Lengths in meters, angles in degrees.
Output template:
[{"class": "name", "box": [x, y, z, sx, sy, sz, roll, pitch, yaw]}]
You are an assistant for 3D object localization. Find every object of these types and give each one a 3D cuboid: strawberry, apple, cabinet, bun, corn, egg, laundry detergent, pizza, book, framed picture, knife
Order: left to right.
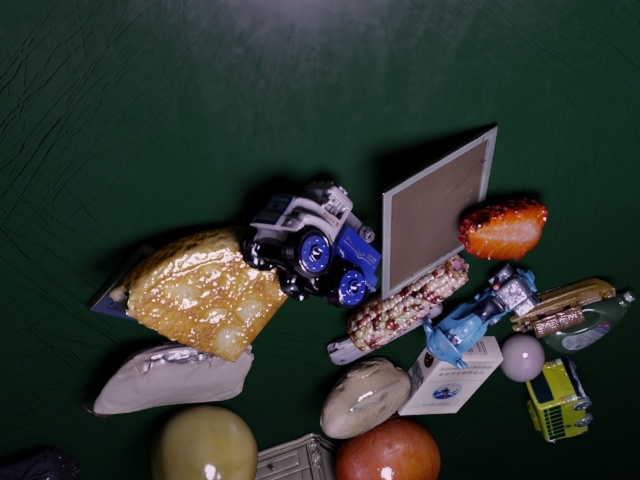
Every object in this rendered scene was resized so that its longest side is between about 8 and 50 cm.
[{"class": "book", "box": [-0.248, 0.101, 1.327, 0.269, 0.025, 0.191, 20, 132, -37]}, {"class": "apple", "box": [-0.266, 0.504, 1.674, 0.263, 0.262, 0.262, -9, 142, -7]}, {"class": "pizza", "box": [-0.169, 0.052, 1.220, 0.258, 0.087, 0.268, 34, 101, -38]}, {"class": "cabinet", "box": [-0.069, 0.724, 1.941, 0.290, 0.317, 0.227, -23, 142, 13]}, {"class": "bun", "box": [0.098, 0.350, 1.680, 0.237, 0.116, 0.209, -20, 144, -32]}, {"class": "knife", "box": [0.130, 0.187, 1.542, 0.266, 0.040, 0.073, -29, 143, 18]}, {"class": "apple", "box": [0.175, 0.587, 1.910, 0.272, 0.206, 0.251, -3, 133, -36]}, {"class": "corn", "box": [0.163, 0.121, 1.428, 0.092, 0.092, 0.281, 26, 126, -40]}, {"class": "framed picture", "box": [0.188, -0.040, 1.224, 0.231, 0.018, 0.293, -30, 147, -18]}, {"class": "strawberry", "box": [0.311, -0.030, 1.288, 0.188, 0.082, 0.121, 2, 122, -32]}, {"class": "egg", "box": [0.465, 0.270, 1.703, 0.103, 0.103, 0.135, -11, 140, -4]}, {"class": "laundry detergent", "box": [0.610, 0.177, 1.665, 0.137, 0.063, 0.211, 24, 129, -31]}]

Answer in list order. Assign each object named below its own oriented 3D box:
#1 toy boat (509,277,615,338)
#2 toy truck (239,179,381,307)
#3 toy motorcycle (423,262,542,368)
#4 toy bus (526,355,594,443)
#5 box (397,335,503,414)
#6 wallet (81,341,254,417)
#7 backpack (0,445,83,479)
[{"class": "toy boat", "box": [0.520, 0.148, 1.578, 0.226, 0.088, 0.068, -20, 142, 10]}, {"class": "toy truck", "box": [0.000, 0.000, 1.157, 0.161, 0.176, 0.213, 8, 153, 51]}, {"class": "toy motorcycle", "box": [0.311, 0.155, 1.475, 0.272, 0.123, 0.182, -41, 174, 19]}, {"class": "toy bus", "box": [0.619, 0.423, 1.929, 0.150, 0.128, 0.262, -19, 141, 8]}, {"class": "box", "box": [0.297, 0.322, 1.746, 0.164, 0.069, 0.256, 3, 139, -21]}, {"class": "wallet", "box": [-0.295, 0.280, 1.506, 0.336, 0.068, 0.275, 0, 148, -29]}, {"class": "backpack", "box": [-0.658, 0.570, 1.725, 0.206, 0.133, 0.258, -21, 149, -4]}]
